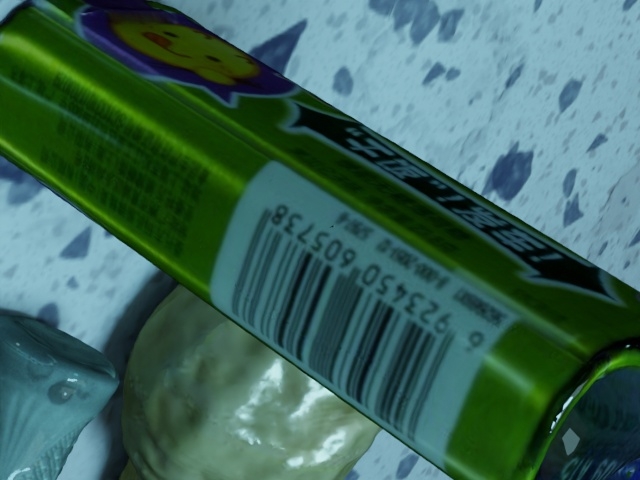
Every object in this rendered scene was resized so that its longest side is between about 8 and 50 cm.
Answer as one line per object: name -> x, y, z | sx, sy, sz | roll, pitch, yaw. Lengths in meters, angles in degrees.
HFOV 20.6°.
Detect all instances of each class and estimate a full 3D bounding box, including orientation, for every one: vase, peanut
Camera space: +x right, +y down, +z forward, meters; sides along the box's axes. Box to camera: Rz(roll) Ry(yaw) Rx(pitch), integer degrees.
vase -> -0.187, 0.149, 0.928 | 0.096, 0.096, 0.219 | 21, 99, -59
peanut -> -0.051, 0.112, 1.043 | 0.159, 0.143, 0.291 | 13, 118, -23

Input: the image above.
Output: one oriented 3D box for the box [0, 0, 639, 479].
box -> 0.000, 0.000, 0.791 | 0.134, 0.345, 0.097 | -7, 124, -53
